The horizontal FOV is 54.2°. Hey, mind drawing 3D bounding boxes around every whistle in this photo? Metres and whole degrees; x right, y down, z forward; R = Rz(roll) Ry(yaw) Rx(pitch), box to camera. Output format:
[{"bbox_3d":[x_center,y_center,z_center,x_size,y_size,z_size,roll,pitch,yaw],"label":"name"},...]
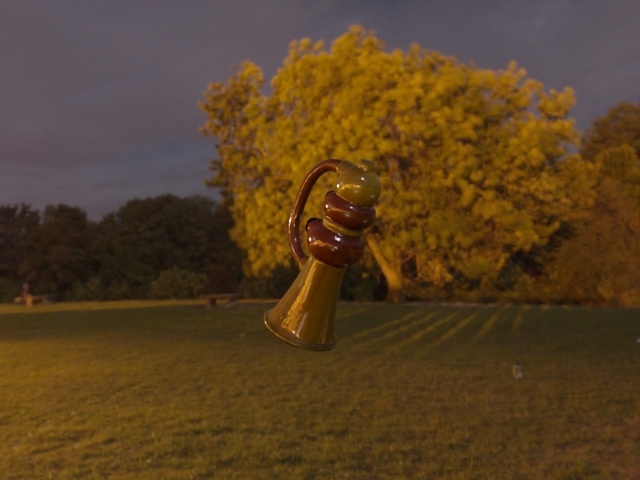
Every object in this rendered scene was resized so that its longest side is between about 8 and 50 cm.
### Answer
[{"bbox_3d":[0.004,0.003,0.362,0.046,0.109,0.057,17,11,-12],"label":"whistle"}]
